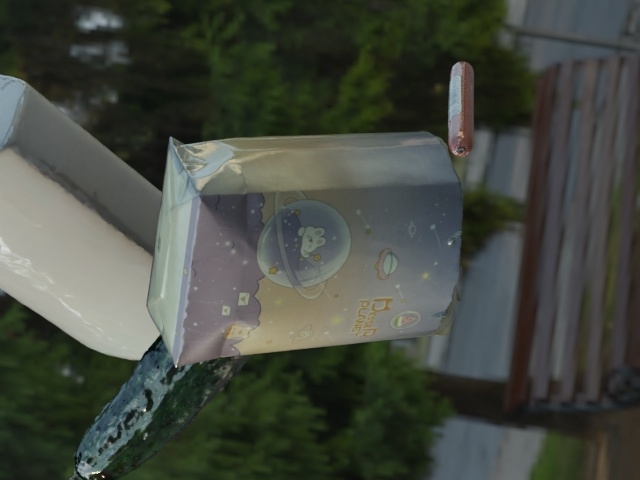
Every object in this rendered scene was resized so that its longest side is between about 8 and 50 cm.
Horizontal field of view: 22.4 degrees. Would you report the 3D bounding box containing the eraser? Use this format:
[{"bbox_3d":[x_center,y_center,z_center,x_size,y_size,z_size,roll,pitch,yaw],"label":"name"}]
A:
[{"bbox_3d":[-0.187,-0.009,1.164,0.270,0.174,0.095,42,-127,-42],"label":"eraser"}]

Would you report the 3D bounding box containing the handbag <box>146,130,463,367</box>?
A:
[{"bbox_3d":[0.000,0.000,0.836,0.095,0.173,0.117,-118,32,-47],"label":"handbag"}]

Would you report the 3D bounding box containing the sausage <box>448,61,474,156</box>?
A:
[{"bbox_3d":[0.160,-0.153,1.839,0.223,0.029,0.029,-81,-1,-58],"label":"sausage"}]

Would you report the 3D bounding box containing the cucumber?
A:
[{"bbox_3d":[-0.078,0.069,1.094,0.293,0.067,0.067,-52,8,18],"label":"cucumber"}]
